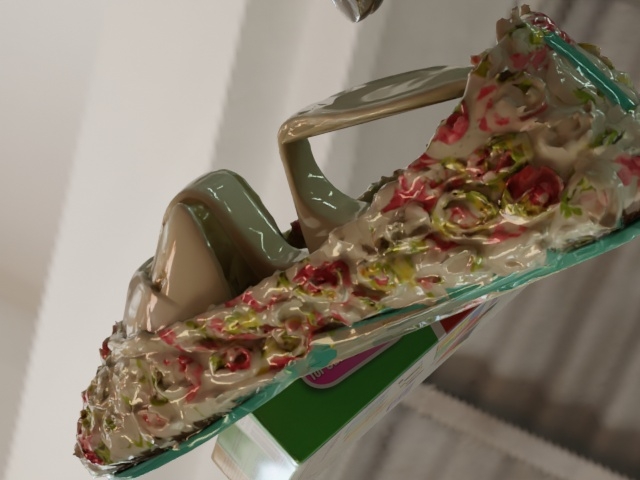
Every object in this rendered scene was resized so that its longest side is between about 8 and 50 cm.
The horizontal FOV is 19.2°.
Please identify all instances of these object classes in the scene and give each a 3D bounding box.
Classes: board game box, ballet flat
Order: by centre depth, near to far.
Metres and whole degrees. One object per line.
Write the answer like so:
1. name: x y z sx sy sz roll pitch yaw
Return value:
1. ballet flat: 0.000 0.000 0.587 0.241 0.091 0.077 -29 -80 31
2. board game box: 0.068 0.049 1.297 0.064 0.316 0.242 47 -17 8

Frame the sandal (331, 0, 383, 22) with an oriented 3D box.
1. sandal: 0.001 -0.195 1.127 0.060 0.219 0.090 -37 -63 0
